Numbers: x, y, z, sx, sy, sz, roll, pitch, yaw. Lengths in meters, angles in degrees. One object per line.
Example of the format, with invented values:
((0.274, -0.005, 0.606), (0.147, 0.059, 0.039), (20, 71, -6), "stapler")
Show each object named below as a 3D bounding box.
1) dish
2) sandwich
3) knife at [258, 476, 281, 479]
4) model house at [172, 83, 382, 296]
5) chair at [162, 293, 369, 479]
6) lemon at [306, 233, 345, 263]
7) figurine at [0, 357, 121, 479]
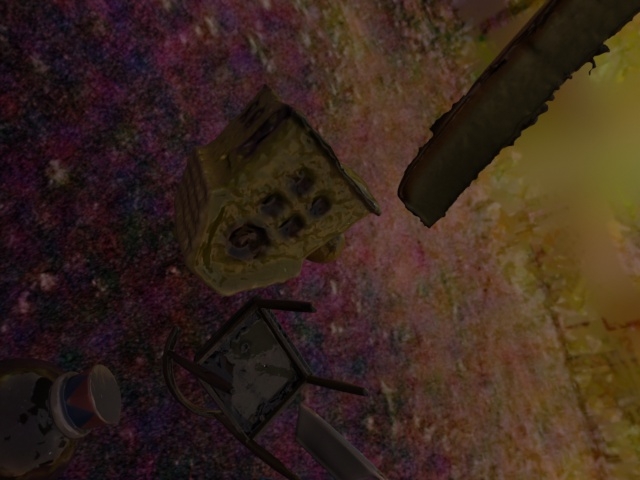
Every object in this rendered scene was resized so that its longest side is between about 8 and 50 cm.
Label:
((0.039, 0.422, 0.988), (0.234, 0.064, 0.154), (35, -15, 25), "dish")
((0.183, -0.144, 0.484), (0.063, 0.245, 0.212), (43, 34, 3), "sandwich")
((-0.013, 0.513, 1.036), (0.297, 0.026, 0.044), (30, 80, -34), "knife")
((-0.078, -0.045, 0.638), (0.175, 0.234, 0.193), (41, 9, -34), "model house")
((-0.097, 0.191, 0.738), (0.166, 0.272, 0.188), (-43, 113, -33), "chair")
((0.000, 0.000, 0.885), (0.082, 0.111, 0.082), (-7, 102, -34), "lemon")
((-0.350, 0.222, 0.558), (0.158, 0.276, 0.161), (55, 18, -1), "figurine")
